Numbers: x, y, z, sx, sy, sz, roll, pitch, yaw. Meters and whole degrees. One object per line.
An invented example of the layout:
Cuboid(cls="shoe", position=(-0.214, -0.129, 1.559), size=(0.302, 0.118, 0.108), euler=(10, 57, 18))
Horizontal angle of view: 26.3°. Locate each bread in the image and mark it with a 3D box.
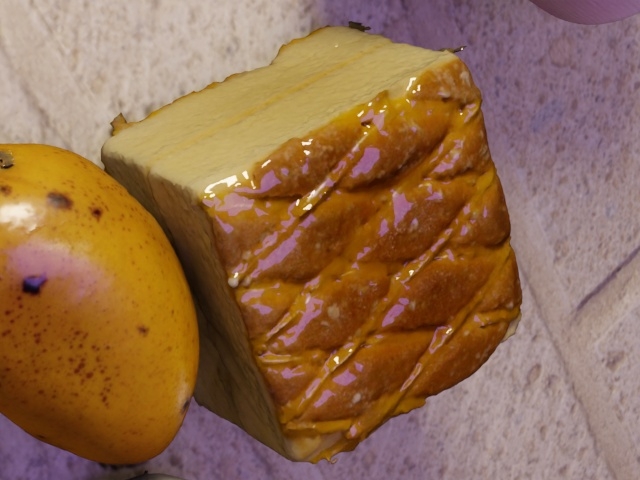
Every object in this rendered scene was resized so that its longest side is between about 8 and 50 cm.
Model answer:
Cuboid(cls="bread", position=(0.000, 0.000, 1.146), size=(0.279, 0.207, 0.279), euler=(-29, 120, -28))

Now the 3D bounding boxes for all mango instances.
Cuboid(cls="mango", position=(-0.196, 0.046, 1.019), size=(0.191, 0.160, 0.290), euler=(-40, 113, -4))

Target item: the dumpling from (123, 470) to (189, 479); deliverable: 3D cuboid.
Cuboid(cls="dumpling", position=(-0.160, 0.276, 1.183), size=(0.176, 0.092, 0.150), euler=(-28, 116, -26))

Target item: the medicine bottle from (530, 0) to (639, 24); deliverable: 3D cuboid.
Cuboid(cls="medicine bottle", position=(0.173, -0.334, 1.143), size=(0.325, 0.256, 0.256), euler=(24, 89, -48))
